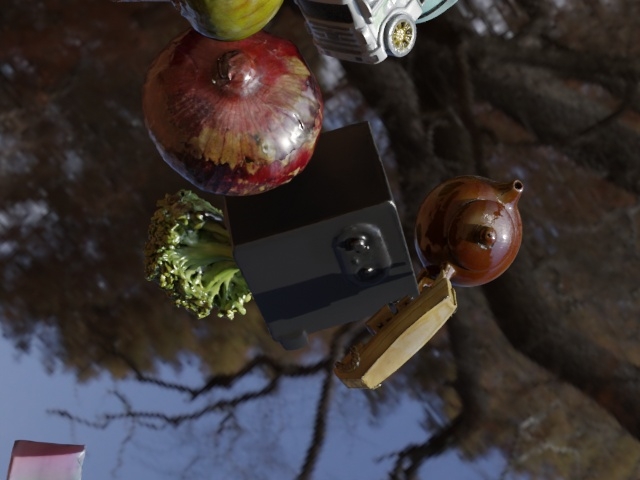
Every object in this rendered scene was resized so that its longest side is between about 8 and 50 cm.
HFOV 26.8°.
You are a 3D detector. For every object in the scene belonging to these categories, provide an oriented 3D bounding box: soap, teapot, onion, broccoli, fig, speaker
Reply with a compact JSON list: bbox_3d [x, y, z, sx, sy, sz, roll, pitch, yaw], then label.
[{"bbox_3d":[-0.428,0.400,2.037,0.324,0.109,0.193,114,-17,-51],"label":"soap"},{"bbox_3d":[0.225,0.003,2.098,0.252,0.178,0.135,-52,-167,-7],"label":"teapot"},{"bbox_3d":[-0.111,-0.175,1.733,0.246,0.246,0.190,-57,172,-30],"label":"onion"},{"bbox_3d":[-0.185,0.048,2.235,0.273,0.242,0.180,37,-86,41],"label":"broccoli"},{"bbox_3d":[-0.053,-0.324,1.389,0.259,0.151,0.151,-42,-151,-15],"label":"fig"},{"bbox_3d":[0.000,0.000,1.897,0.232,0.254,0.184,-15,-131,3],"label":"speaker"}]

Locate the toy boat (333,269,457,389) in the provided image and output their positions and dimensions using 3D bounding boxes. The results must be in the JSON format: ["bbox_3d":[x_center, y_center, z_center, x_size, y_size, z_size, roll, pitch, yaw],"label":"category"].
[{"bbox_3d":[0.103,0.122,1.828,0.206,0.064,0.072,-42,-133,-5],"label":"toy boat"}]

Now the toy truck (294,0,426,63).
[{"bbox_3d":[0.110,-0.410,1.782,0.146,0.175,0.367,17,-116,44],"label":"toy truck"}]

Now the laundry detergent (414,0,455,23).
[{"bbox_3d":[0.095,-0.502,2.131,0.287,0.305,0.287,-8,-102,45],"label":"laundry detergent"}]
